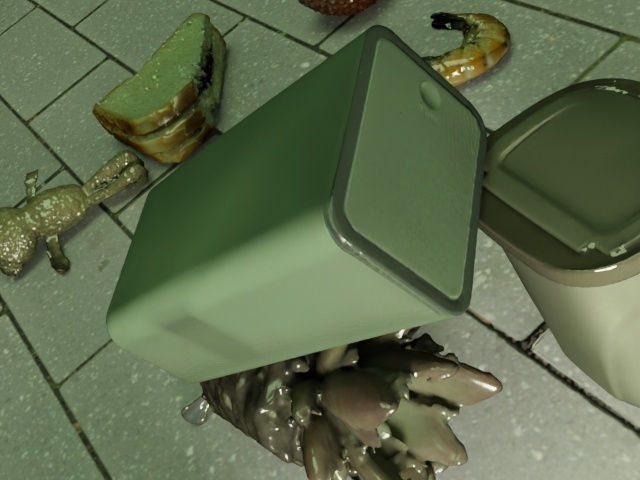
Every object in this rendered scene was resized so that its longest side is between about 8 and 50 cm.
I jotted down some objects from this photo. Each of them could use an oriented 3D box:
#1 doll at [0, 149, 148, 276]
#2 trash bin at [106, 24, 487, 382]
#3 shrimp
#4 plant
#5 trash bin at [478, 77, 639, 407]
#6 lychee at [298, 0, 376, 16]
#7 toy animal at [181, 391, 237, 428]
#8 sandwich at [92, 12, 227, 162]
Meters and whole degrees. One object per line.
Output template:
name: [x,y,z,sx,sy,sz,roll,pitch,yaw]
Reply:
doll: [-0.434,-0.057,1.556,0.202,0.091,0.286,33,82,14]
trash bin: [-0.037,-0.013,0.867,0.343,0.158,0.223,-22,44,41]
shrimp: [0.152,-0.274,1.416,0.261,0.051,0.198,-23,34,9]
plant: [0.023,0.146,0.952,0.320,0.181,0.194,13,77,49]
trash bin: [0.284,0.010,0.873,0.219,0.250,0.220,-37,40,-4]
lychee: [0.040,-0.461,1.583,0.197,0.165,0.165,-28,35,39]
toy animal: [-0.083,0.143,1.133,0.202,0.070,0.105,-51,17,-18]
sandwich: [-0.233,-0.265,1.619,0.288,0.100,0.254,-48,35,-17]
